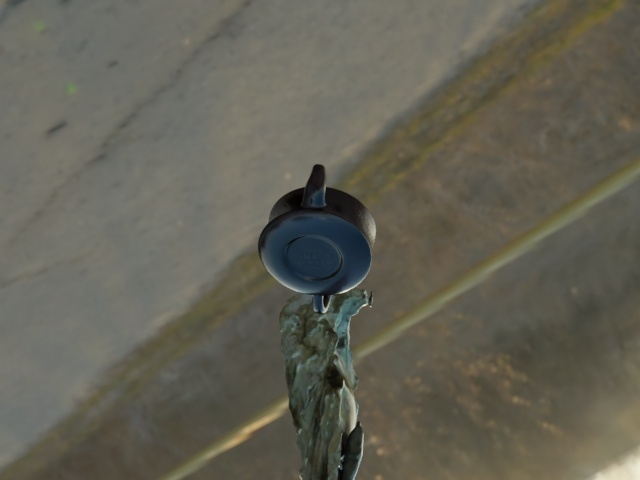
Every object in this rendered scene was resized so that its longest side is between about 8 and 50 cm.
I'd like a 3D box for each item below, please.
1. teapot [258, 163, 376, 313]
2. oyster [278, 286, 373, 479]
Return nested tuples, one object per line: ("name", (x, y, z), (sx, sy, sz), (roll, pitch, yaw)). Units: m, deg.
("teapot", (0.000, 0.000, 0.862), (0.068, 0.045, 0.100), (6, 131, 11))
("oyster", (-0.003, 0.129, 0.917), (0.061, 0.200, 0.106), (4, 129, 2))
